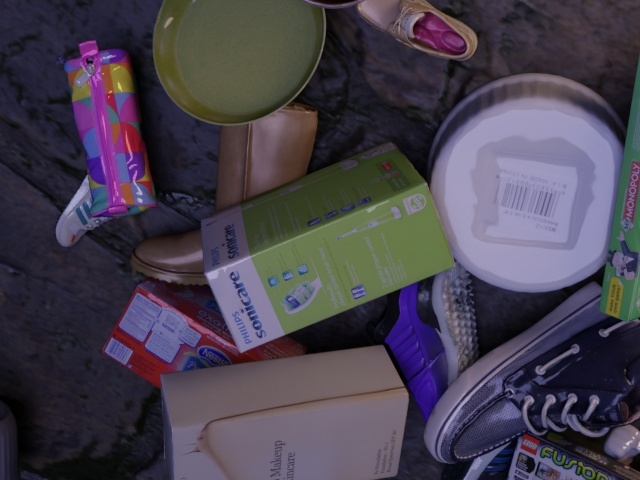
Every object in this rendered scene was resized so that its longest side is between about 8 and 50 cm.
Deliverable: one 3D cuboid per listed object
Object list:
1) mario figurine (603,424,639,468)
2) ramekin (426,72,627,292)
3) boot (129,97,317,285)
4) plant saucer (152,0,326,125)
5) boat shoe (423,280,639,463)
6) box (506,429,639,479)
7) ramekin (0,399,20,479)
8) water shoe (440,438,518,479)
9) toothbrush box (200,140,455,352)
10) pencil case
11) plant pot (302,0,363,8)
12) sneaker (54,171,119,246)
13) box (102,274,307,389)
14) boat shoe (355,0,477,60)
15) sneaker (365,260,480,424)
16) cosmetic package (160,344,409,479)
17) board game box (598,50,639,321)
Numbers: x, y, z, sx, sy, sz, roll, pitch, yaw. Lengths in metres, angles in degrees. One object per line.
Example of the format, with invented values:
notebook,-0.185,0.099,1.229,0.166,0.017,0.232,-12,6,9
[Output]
mario figurine,0.433,0.377,1.260,0.198,0.170,0.320,29,120,-27
ramekin,0.268,-0.068,1.184,0.277,0.135,0.277,3,107,11
boot,-0.138,-0.072,1.298,0.236,0.089,0.269,8,109,-4
plant saucer,-0.104,-0.264,1.218,0.241,0.037,0.241,-2,82,16
boat shoe,0.299,0.202,1.190,0.340,0.158,0.127,-41,130,2
box,0.353,0.337,1.236,0.207,0.036,0.114,23,113,31
ramekin,-0.594,0.315,1.421,0.273,0.273,0.127,10,96,9
water shoe,0.256,0.300,1.344,0.080,0.073,0.203,27,111,-27
toothbrush box,0.000,0.000,1.179,0.283,0.206,0.122,-21,112,-1
pencil case,-0.290,-0.148,1.272,0.104,0.104,0.236,-11,93,15
plant pot,0.028,-0.372,1.126,0.167,0.165,0.167,3,108,10
sneaker,-0.326,-0.042,1.357,0.075,0.057,0.161,37,107,5
box,-0.164,0.159,1.349,0.257,0.122,0.128,32,111,1
boat shoe,0.122,-0.280,1.190,0.170,0.059,0.063,23,110,4
sneaker,0.139,0.152,1.304,0.146,0.102,0.293,6,117,29
cosmetic package,-0.051,0.247,1.235,0.309,0.113,0.160,-7,124,-15
board game box,0.436,-0.075,1.115,0.046,0.213,0.317,23,116,47
